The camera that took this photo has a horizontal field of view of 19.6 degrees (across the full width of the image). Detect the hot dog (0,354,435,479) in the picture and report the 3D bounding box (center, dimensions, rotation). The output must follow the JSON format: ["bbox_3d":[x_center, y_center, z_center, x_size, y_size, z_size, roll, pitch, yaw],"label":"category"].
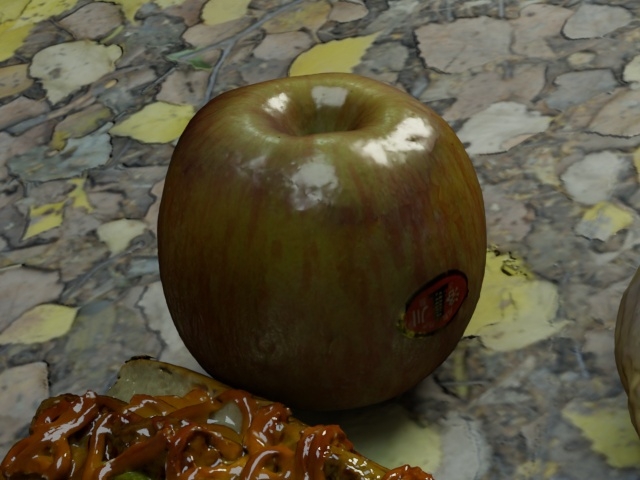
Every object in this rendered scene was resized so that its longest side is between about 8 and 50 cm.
[{"bbox_3d":[-0.046,0.156,1.038,0.348,0.117,0.158,20,50,41],"label":"hot dog"}]

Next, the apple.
[{"bbox_3d":[0.000,0.000,1.163,0.211,0.188,0.211,-5,29,3],"label":"apple"}]

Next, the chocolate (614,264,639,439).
[{"bbox_3d":[0.254,0.013,1.092,0.134,0.134,0.309,2,39,26],"label":"chocolate"}]
